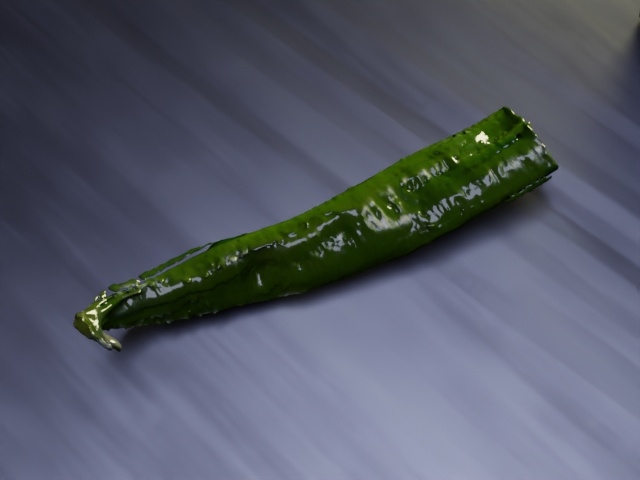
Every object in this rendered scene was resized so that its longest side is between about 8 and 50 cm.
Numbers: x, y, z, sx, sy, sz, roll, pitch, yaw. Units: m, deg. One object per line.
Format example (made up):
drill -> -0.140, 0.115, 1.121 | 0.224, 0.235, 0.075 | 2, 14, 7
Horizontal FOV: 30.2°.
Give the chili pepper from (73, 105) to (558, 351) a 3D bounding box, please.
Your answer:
chili pepper -> -0.001, 0.000, 0.847 | 0.359, 0.076, 0.085 | -25, 42, -9
